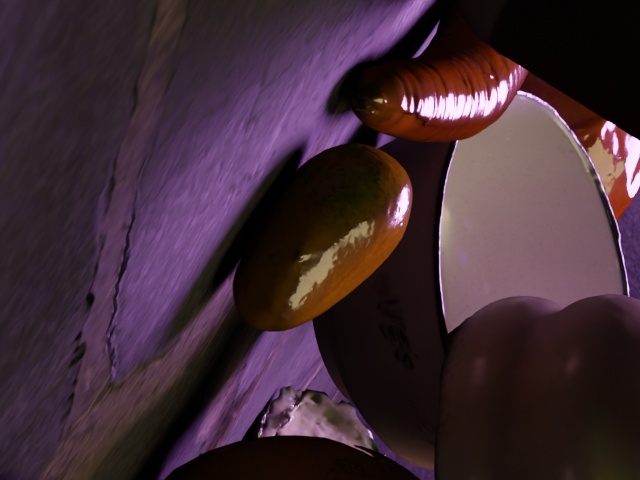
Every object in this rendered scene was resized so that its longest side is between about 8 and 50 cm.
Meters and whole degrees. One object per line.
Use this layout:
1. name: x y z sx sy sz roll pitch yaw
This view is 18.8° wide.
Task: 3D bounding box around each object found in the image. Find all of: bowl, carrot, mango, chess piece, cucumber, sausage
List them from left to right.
1. cucumber: -0.034 0.252 1.581 0.105 0.145 0.325 -45 171 -41
2. mango: 0.000 0.000 0.873 0.114 0.057 0.079 -49 176 -44
3. carrot: 0.066 -0.081 0.999 0.066 0.062 0.271 -58 175 28
4. bowl: 0.078 0.034 1.142 0.237 0.126 0.238 18 69 -55
5. sausage: 0.142 -0.042 1.396 0.141 0.153 0.268 -21 160 -20
6. chess piece: 0.239 0.104 0.955 0.182 0.330 0.182 19 67 -57

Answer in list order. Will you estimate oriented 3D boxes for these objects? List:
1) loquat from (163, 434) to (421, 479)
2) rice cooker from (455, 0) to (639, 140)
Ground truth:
1. loquat: -0.014 0.221 1.047 0.235 0.235 0.235 -58 174 -9
2. rice cooker: 0.261 -0.165 0.899 0.335 0.325 0.335 -58 174 -9
